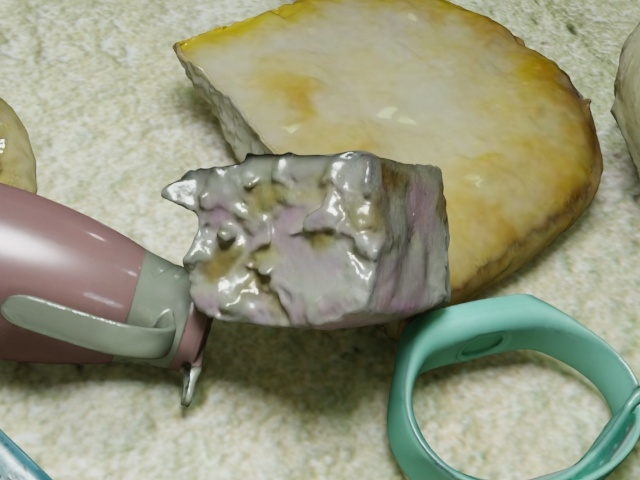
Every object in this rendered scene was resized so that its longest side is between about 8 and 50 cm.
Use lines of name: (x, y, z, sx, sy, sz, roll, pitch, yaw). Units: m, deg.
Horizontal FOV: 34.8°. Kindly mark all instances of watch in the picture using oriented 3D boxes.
watch: (0.170, 0.138, 0.874, 0.237, 0.068, 0.195, -9, 54, -25)

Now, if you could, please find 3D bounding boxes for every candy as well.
candy: (0.000, 0.000, 0.846, 0.185, 0.137, 0.195, 0, -1, 27)

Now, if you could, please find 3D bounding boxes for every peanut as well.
peanut: (-0.348, -0.111, 0.994, 0.101, 0.117, 0.263, 4, 35, -42)

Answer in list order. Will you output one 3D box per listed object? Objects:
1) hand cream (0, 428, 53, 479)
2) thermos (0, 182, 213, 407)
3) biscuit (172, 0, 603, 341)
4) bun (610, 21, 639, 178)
hand cream: (-0.284, 0.156, 0.777, 0.224, 0.048, 0.083, 40, 48, 20)
thermos: (-0.218, 0.042, 0.835, 0.265, 0.146, 0.176, 16, 11, -10)
biscuit: (0.089, -0.129, 1.125, 0.446, 0.104, 0.429, -30, 60, -34)
bun: (0.474, -0.116, 1.125, 0.365, 0.219, 0.365, 19, 42, -18)
